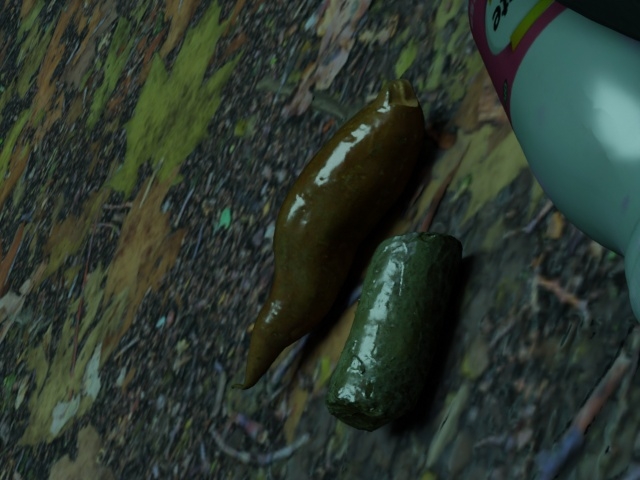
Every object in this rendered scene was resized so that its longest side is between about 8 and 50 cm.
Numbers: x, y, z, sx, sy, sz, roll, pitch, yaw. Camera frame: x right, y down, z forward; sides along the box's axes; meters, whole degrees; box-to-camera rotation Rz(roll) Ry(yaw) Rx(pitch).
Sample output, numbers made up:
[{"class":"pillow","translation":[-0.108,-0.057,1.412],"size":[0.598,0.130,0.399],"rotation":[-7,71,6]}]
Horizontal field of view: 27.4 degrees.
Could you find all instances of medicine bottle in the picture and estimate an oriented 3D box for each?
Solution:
[{"class":"medicine bottle","translation":[0.117,-0.046,0.472],"size":[0.090,0.090,0.216],"rotation":[-51,29,27]}]

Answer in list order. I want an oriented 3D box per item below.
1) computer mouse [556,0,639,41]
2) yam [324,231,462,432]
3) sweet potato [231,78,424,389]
[{"class":"computer mouse","translation":[0.145,-0.136,0.400],"size":[0.188,0.122,0.371],"rotation":[-41,47,-10]},{"class":"yam","translation":[0.034,0.041,0.607],"size":[0.043,0.043,0.094],"rotation":[-14,55,59]},{"class":"sweet potato","translation":[0.000,0.000,0.704],"size":[0.195,0.056,0.056],"rotation":[-64,25,11]}]
